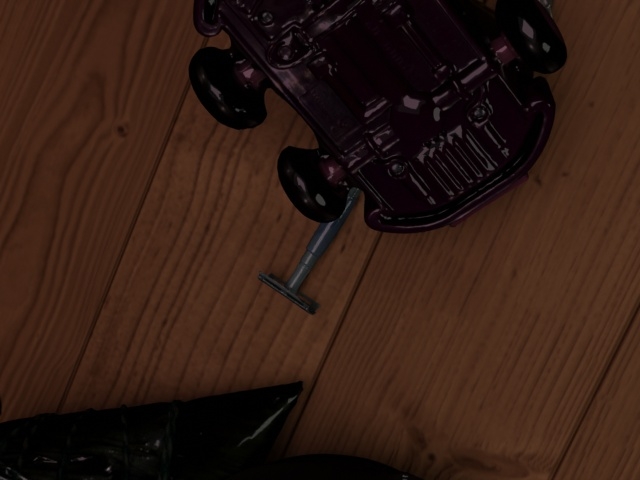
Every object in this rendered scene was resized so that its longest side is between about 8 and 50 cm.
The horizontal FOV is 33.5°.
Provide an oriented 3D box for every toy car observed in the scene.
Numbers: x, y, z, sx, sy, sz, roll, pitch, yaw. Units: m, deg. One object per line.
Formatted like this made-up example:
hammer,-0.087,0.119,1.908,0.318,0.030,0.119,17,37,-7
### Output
toy car,0.046,-0.189,0.946,0.271,0.240,0.340,-33,112,19

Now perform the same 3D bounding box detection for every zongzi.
zongzi,-0.204,0.240,1.056,0.384,0.319,0.362,30,92,-4

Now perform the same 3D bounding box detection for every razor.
razor,0.000,0.000,1.057,0.068,0.040,0.135,34,98,12

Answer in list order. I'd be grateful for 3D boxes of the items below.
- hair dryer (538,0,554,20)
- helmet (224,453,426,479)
hair dryer,0.155,-0.357,0.964,0.173,0.107,0.357,-20,96,18
helmet,0.005,0.299,0.983,0.177,0.305,0.224,33,112,49
